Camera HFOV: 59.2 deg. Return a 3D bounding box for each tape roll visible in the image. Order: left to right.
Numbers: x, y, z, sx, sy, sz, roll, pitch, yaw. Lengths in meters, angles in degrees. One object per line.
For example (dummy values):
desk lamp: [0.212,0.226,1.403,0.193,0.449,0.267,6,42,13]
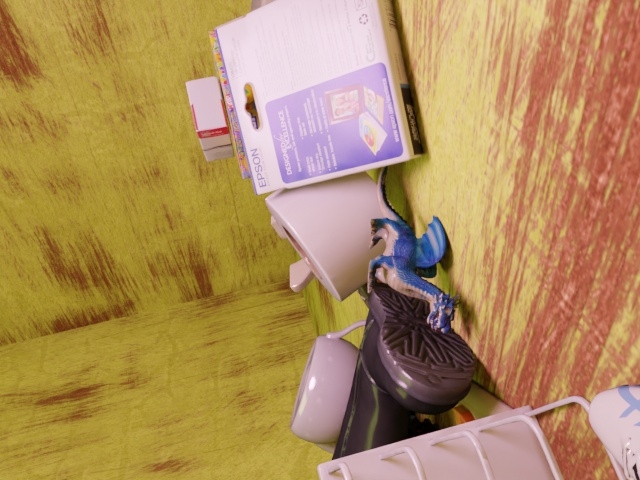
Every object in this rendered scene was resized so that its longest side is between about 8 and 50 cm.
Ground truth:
tape roll: [0.031,-0.026,1.080,0.246,0.169,0.246,52,174,8]

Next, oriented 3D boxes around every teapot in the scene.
teapot: [0.051,0.336,1.254,0.256,0.187,0.252,107,179,-50]

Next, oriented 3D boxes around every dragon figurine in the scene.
dragon figurine: [0.149,0.013,0.893,0.085,0.144,0.289,86,-172,-58]

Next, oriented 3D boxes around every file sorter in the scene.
file sorter: [0.162,0.290,0.581,0.173,0.278,0.192,104,153,-64]

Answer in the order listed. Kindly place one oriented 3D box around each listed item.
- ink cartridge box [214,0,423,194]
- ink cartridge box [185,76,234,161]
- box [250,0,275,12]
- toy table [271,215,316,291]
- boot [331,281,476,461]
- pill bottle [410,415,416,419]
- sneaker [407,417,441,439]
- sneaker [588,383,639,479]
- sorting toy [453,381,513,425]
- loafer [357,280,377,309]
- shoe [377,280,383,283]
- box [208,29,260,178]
ink cartridge box: [-0.008,-0.251,0.927,0.072,0.308,0.303,-21,-80,-54]
ink cartridge box: [-0.219,-0.239,1.131,0.150,0.063,0.109,105,151,-74]
box: [-0.106,-0.494,1.363,0.148,0.121,0.310,-140,56,-65]
toy table: [0.000,0.000,1.412,0.274,0.161,0.252,-86,-25,-51]
boot: [0.110,0.342,0.971,0.367,0.146,0.444,-88,12,-74]
pill bottle: [0.155,0.437,1.341,0.146,0.146,0.264,85,169,-47]
sneaker: [0.221,0.457,1.069,0.276,0.098,0.135,-124,24,-66]
sneaker: [0.257,0.176,0.390,0.237,0.086,0.085,-124,21,-73]
sorting toy: [0.254,0.329,0.841,0.193,0.038,0.208,-168,65,-82]
loafer: [0.118,0.108,1.249,0.087,0.095,0.251,93,163,-49]
shoe: [0.134,0.072,1.183,0.178,0.064,0.081,-130,33,-65]
box: [-0.061,-0.307,1.161,0.177,0.280,0.289,86,168,-50]
